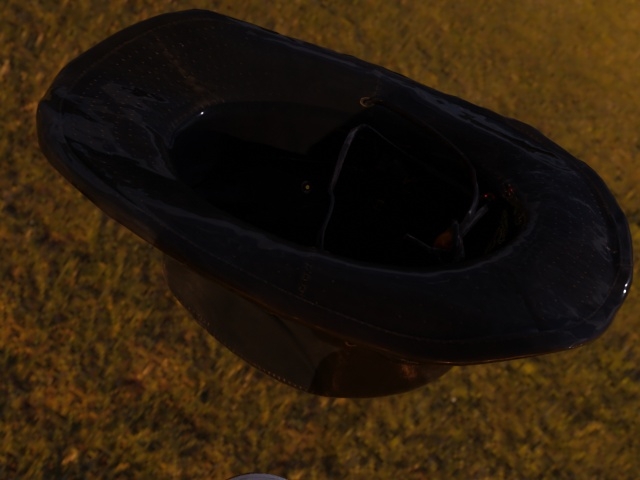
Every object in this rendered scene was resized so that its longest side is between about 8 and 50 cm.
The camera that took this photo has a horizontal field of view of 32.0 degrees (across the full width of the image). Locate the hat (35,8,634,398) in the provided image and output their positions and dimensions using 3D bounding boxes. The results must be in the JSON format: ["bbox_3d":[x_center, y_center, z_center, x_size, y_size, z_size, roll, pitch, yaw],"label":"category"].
[{"bbox_3d":[0.000,0.000,0.634,0.331,0.134,0.331,13,34,-9],"label":"hat"}]

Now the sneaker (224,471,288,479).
[{"bbox_3d":[-0.044,0.183,0.481,0.079,0.216,0.121,0,14,-13],"label":"sneaker"}]
